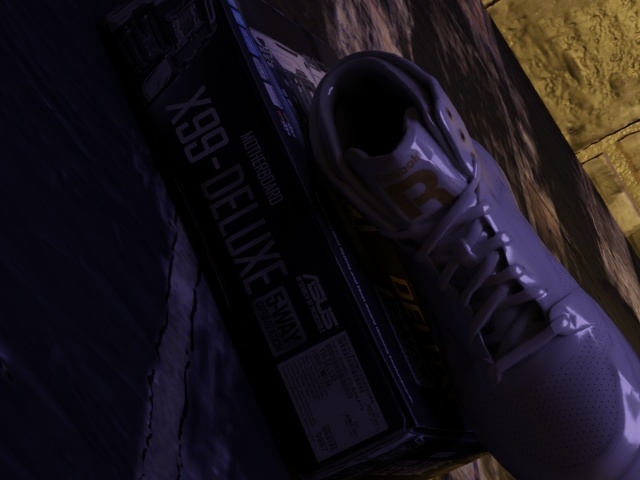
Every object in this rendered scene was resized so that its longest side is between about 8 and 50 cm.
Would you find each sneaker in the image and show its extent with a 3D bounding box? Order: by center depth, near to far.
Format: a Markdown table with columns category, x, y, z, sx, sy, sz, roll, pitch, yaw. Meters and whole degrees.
| category | x | y | z | sx | sy | sz | roll | pitch | yaw |
| --- | --- | --- | --- | --- | --- | --- | --- | --- | --- |
| sneaker | 0.078 | 0.016 | 1.021 | 0.169 | 0.108 | 0.292 | 42 | 14 | -49 |

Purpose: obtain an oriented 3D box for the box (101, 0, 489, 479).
| category | x | y | z | sx | sy | sz | roll | pitch | yaw |
| --- | --- | --- | --- | --- | --- | --- | --- | --- | --- |
| box | 0.000 | 0.000 | 1.124 | 0.307 | 0.076 | 0.242 | 66 | 15 | 16 |
